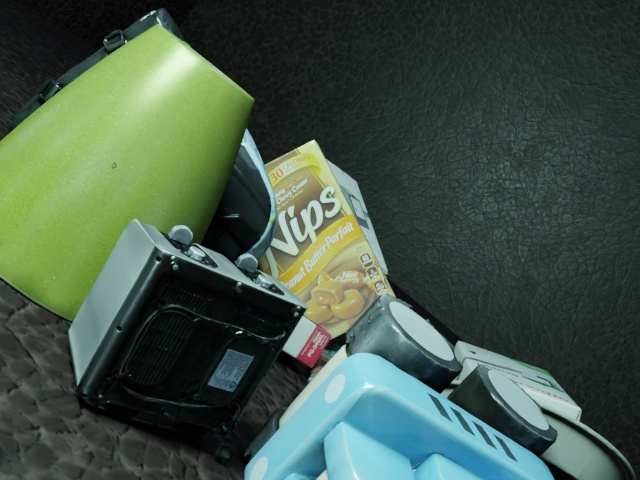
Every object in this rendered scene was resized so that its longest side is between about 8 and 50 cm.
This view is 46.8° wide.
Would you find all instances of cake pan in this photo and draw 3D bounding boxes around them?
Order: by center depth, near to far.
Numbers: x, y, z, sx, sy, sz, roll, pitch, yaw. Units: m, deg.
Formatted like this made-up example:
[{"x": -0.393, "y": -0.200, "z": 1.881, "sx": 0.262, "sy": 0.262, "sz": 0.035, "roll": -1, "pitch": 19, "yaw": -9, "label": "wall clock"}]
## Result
[{"x": 0.232, "y": 0.276, "z": 0.920, "sx": 0.293, "sy": 0.054, "sz": 0.293, "roll": 22, "pitch": -30, "yaw": 14, "label": "cake pan"}]

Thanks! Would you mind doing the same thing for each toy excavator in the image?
[{"x": 0.047, "y": 0.236, "z": 0.574, "sx": 0.433, "sy": 0.222, "sz": 0.445, "roll": 34, "pitch": 16, "yaw": -22, "label": "toy excavator"}]

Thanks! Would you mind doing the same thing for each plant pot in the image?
[{"x": -0.219, "y": -0.089, "z": 0.849, "sx": 0.275, "sy": 0.293, "sz": 0.275, "roll": 37, "pitch": 7, "yaw": -5, "label": "plant pot"}]

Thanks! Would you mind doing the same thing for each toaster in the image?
[{"x": -0.130, "y": 0.090, "z": 0.697, "sx": 0.168, "sy": 0.185, "sz": 0.110, "roll": 25, "pitch": 10, "yaw": -33, "label": "toaster"}]

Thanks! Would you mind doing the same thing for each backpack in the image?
[{"x": -0.213, "y": -0.096, "z": 1.081, "sx": 0.355, "sy": 0.290, "sz": 0.273, "roll": 47, "pitch": -7, "yaw": 12, "label": "backpack"}]

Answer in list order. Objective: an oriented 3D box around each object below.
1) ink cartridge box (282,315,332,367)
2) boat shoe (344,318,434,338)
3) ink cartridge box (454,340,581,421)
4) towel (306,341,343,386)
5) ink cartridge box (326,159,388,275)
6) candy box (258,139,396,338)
[{"x": -0.072, "y": 0.122, "z": 1.140, "sx": 0.150, "sy": 0.063, "sz": 0.109, "roll": 36, "pitch": -5, "yaw": -22, "label": "ink cartridge box"}, {"x": 0.128, "y": 0.209, "z": 1.494, "sx": 0.156, "sy": 0.136, "sz": 0.367, "roll": 36, "pitch": 16, "yaw": 2, "label": "boat shoe"}, {"x": 0.271, "y": 0.234, "z": 1.090, "sx": 0.160, "sy": 0.092, "sz": 0.219, "roll": 19, "pitch": 4, "yaw": 3, "label": "ink cartridge box"}, {"x": 0.161, "y": 0.257, "z": 1.177, "sx": 0.370, "sy": 0.040, "sz": 0.271, "roll": 20, "pitch": 6, "yaw": 1, "label": "towel"}, {"x": 0.000, "y": 0.000, "z": 1.500, "sx": 0.115, "sy": 0.198, "sz": 0.272, "roll": 34, "pitch": 28, "yaw": -38, "label": "ink cartridge box"}, {"x": -0.017, "y": 0.009, "z": 1.271, "sx": 0.316, "sy": 0.183, "sz": 0.087, "roll": 63, "pitch": 3, "yaw": -3, "label": "candy box"}]
